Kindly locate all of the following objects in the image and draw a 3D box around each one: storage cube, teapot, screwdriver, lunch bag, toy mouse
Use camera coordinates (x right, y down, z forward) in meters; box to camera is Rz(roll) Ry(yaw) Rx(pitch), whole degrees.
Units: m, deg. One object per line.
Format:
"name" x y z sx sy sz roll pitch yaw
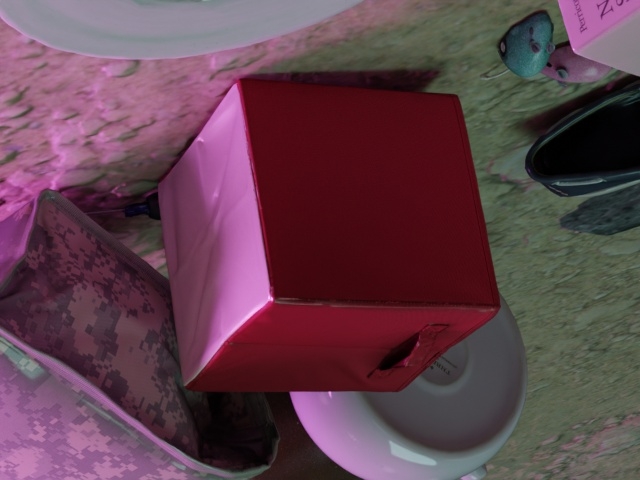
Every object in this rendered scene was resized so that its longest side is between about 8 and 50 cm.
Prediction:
"storage cube" 0.000 0.000 1.516 0.193 0.215 0.183 2 154 -26
"teapot" 0.057 0.129 1.871 0.252 0.256 0.187 -14 170 -36
"screwdriver" -0.174 -0.021 1.589 0.170 0.024 0.025 -10 131 -12
"lunch bag" -0.200 0.129 1.590 0.287 0.169 0.235 39 134 -20
"toy mouse" 0.190 -0.146 1.527 0.143 0.031 0.161 -25 158 23

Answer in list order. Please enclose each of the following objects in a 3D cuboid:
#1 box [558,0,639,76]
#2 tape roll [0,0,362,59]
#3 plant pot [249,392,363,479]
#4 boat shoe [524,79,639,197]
"box" 0.280 -0.223 1.274 0.094 0.113 0.275 12 145 -41
"tape roll" -0.059 -0.210 1.067 0.286 0.100 0.286 -15 160 -6
"plant pot" -0.008 0.184 2.031 0.230 0.215 0.215 -25 163 -16
"boat shoe" 0.292 -0.103 1.640 0.254 0.095 0.079 -16 173 26
